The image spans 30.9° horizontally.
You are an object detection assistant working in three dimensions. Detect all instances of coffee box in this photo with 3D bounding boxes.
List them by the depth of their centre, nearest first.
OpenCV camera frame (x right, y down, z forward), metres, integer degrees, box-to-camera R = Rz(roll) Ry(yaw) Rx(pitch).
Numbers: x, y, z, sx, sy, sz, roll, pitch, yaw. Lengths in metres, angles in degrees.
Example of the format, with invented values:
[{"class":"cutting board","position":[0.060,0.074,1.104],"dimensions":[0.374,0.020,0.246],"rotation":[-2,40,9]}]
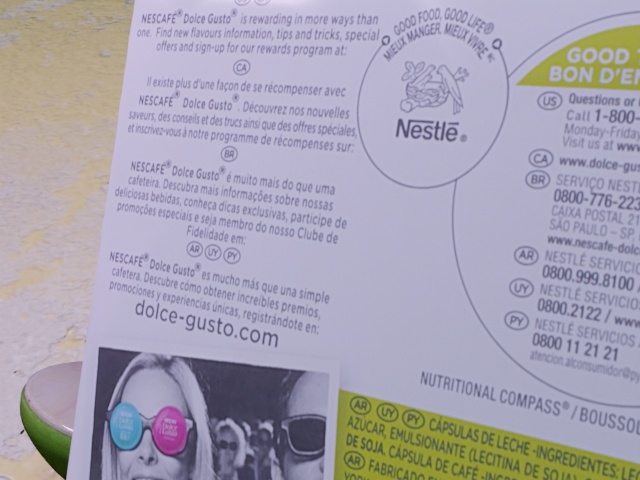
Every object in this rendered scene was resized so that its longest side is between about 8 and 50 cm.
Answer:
[{"class":"coffee box","position":[0.122,0.063,0.568],"dimensions":[0.338,0.334,0.337],"rotation":[8,1,38]}]

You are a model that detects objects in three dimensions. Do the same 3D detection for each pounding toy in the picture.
[{"class":"pounding toy","position":[-0.106,0.170,0.833],"dimensions":[0.236,0.110,0.183],"rotation":[8,12,-35]}]
